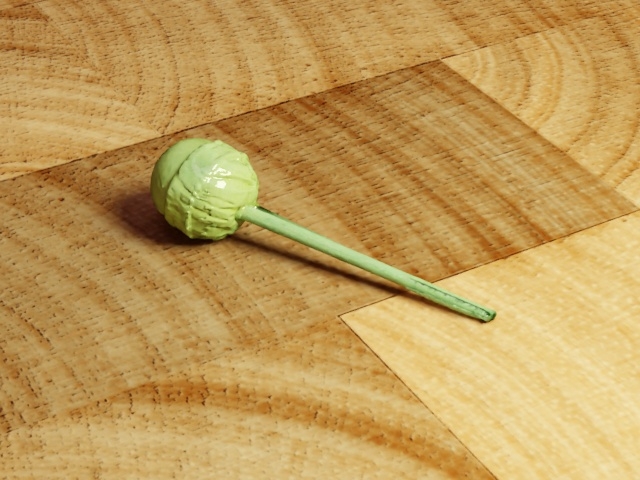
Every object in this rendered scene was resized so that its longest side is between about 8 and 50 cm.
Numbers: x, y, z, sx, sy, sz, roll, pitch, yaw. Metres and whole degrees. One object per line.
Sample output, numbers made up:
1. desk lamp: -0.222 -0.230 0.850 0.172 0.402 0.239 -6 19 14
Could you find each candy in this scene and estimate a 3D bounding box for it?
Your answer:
1. candy: 0.000 0.000 1.370 0.336 0.093 0.092 24 83 16
